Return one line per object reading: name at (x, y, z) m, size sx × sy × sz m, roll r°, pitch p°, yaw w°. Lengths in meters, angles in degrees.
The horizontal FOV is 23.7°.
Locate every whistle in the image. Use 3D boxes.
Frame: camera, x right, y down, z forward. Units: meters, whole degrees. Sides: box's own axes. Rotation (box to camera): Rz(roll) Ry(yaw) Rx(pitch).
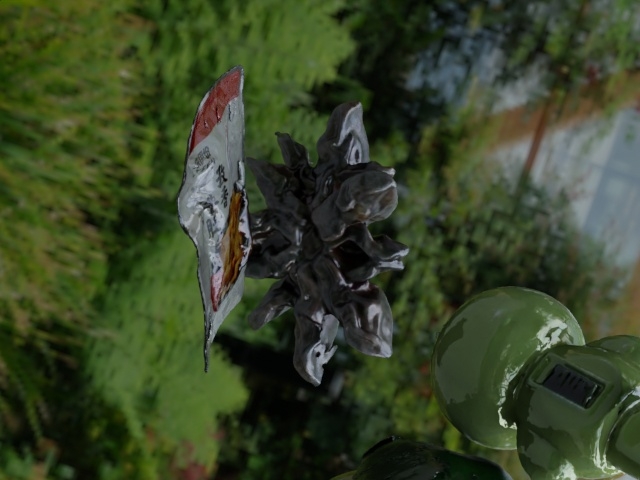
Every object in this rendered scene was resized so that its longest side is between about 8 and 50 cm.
whistle at (0.200, 0.133, 1.183) m, size 0.141 × 0.294 × 0.141 m, roll -33°, pitch 140°, yaw -32°

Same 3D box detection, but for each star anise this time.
star anise at (-0.003, 0.002, 1.490) m, size 0.129 × 0.212 × 0.282 m, roll -4°, pitch 103°, yaw -54°

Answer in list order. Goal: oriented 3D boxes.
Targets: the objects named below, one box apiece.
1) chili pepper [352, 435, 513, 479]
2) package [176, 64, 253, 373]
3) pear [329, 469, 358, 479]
chili pepper at (0.061, 0.281, 1.184) m, size 0.257 × 0.233 × 0.248 m, roll -163°, pitch -113°, yaw -81°
package at (-0.091, -0.019, 1.329) m, size 0.154 × 0.030 × 0.239 m, roll -66°, pitch 157°, yaw -61°
pear at (0.050, 0.317, 1.754) m, size 0.107 × 0.131 × 0.107 m, roll -15°, pitch 90°, yaw -70°
